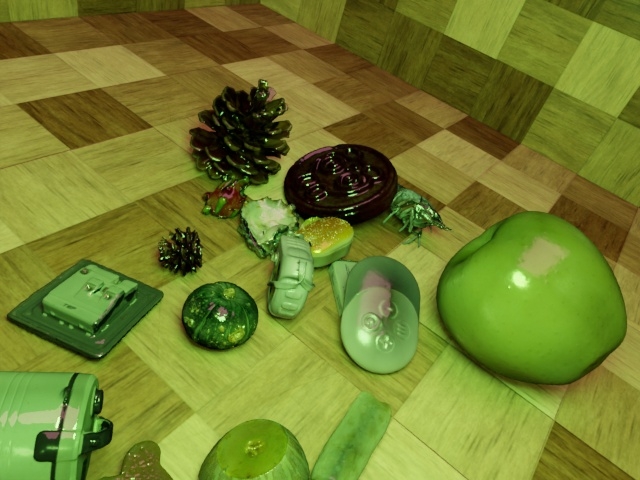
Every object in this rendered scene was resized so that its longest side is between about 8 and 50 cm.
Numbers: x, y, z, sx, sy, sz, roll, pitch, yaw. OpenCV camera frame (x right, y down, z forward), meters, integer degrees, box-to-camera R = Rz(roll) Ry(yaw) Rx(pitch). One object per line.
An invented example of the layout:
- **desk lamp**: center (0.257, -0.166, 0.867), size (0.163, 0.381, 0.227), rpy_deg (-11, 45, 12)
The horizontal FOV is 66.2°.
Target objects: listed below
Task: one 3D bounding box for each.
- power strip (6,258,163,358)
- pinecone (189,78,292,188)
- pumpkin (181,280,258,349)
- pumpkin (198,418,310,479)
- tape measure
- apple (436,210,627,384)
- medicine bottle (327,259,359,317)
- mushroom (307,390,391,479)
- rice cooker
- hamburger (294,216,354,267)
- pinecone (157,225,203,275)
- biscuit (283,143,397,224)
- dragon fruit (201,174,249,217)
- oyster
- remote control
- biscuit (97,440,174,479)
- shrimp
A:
- **power strip**: center (-0.549, 0.138, 1.170), size (0.256, 0.092, 0.251), rpy_deg (21, 42, 8)
- **pinecone**: center (-0.258, -0.391, 1.704), size (0.384, 0.385, 0.384), rpy_deg (11, 39, -10)
- **pumpkin**: center (-0.243, 0.181, 1.200), size (0.190, 0.146, 0.190), rpy_deg (11, 42, -10)
- **pumpkin**: center (-0.125, 0.411, 0.949), size (0.217, 0.110, 0.217), rpy_deg (5, 21, -2)
- **tape measure**: center (-0.083, 0.107, 1.314), size (0.120, 0.197, 0.236), rpy_deg (14, 19, -13)
- **apple**: center (0.551, 0.160, 1.321), size (0.473, 0.474, 0.474), rpy_deg (11, 39, -10)
- **medicine bottle**: center (0.124, 0.146, 1.468), size (0.171, 0.052, 0.201), rpy_deg (5, 42, -17)
- **mushroom**: center (0.061, 0.455, 1.060), size (0.100, 0.081, 0.312), rpy_deg (32, 36, 13)
- **rice cooker**: center (-0.496, 0.342, 0.862), size (0.244, 0.226, 0.226), rpy_deg (3, 41, -17)
- **hamburger**: center (0.000, 0.000, 1.511), size (0.210, 0.116, 0.173), rpy_deg (-23, 27, -33)
- **pinecone**: center (-0.379, 0.030, 1.334), size (0.120, 0.140, 0.140), rpy_deg (-7, 44, -14)
- **biscuit**: center (0.068, -0.212, 1.731), size (0.407, 0.091, 0.408), rpy_deg (-5, 46, 5)
- **dragon fruit**: center (-0.304, -0.147, 1.606), size (0.138, 0.175, 0.142), rpy_deg (29, 8, -3)
- **oyster**: center (-0.160, -0.048, 1.554), size (0.198, 0.092, 0.260), rpy_deg (10, 34, -9)
- **remote control**: center (0.166, 0.194, 1.334), size (0.221, 0.103, 0.332), rpy_deg (16, 60, -13)
- **biscuit**: center (-0.281, 0.512, 0.873), size (0.301, 0.049, 0.197), rpy_deg (34, 40, 18)
- **shrimp**: center (0.289, -0.126, 1.782), size (0.410, 0.166, 0.221), rpy_deg (50, 22, 26)
